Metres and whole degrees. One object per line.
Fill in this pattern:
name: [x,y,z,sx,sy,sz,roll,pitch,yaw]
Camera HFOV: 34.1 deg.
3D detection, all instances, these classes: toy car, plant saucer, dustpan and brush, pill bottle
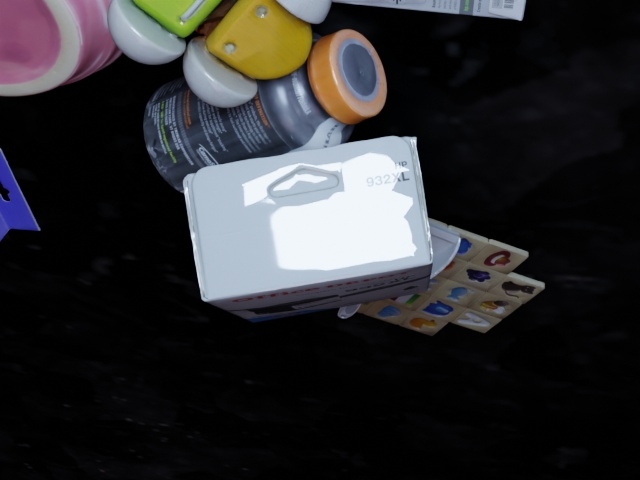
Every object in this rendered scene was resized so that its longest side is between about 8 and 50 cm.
toy car: [-0.089,-0.221,0.915,0.182,0.136,0.159,28,124,-34]
plant saucer: [-0.340,-0.248,1.001,0.332,0.084,0.332,8,149,5]
dustpan and brush: [0.070,0.039,1.351,0.147,0.060,0.211,20,148,-13]
pill bottle: [-0.054,-0.133,1.052,0.245,0.130,0.130,-15,141,38]

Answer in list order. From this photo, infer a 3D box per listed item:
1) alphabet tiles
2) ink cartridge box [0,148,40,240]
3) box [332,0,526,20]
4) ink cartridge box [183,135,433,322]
alphabet tiles: [0.111,0.043,1.417,0.342,0.011,0.285,19,149,-12]
ink cartridge box: [-0.508,-0.063,1.413,0.208,0.045,0.206,6,149,6]
box: [0.088,-0.257,0.885,0.186,0.038,0.145,6,150,8]
ink cartridge box: [0.000,0.000,1.106,0.223,0.129,0.307,-9,171,3]
